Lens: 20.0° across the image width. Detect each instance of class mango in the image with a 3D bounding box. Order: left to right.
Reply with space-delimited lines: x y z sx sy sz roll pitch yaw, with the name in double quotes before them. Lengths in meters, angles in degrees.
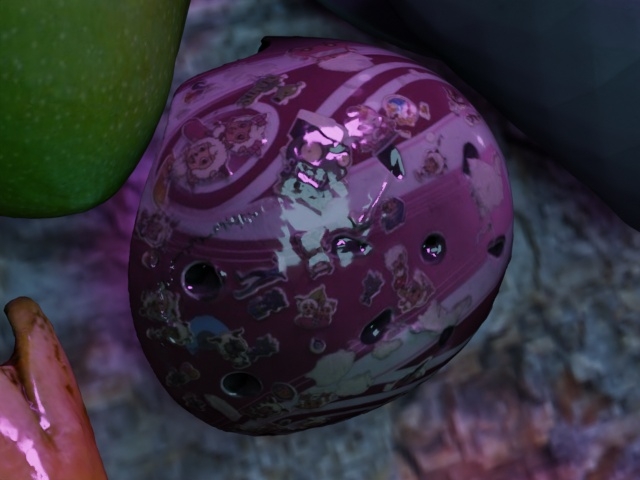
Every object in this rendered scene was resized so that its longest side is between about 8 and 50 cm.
"mango" -0.122 -0.199 0.689 0.225 0.201 0.382 -5 92 -40

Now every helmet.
"helmet" 0.016 -0.004 0.721 0.177 0.107 0.153 -48 127 -49

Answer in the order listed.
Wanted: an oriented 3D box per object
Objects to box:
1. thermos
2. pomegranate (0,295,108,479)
"thermos" 0.090 -0.123 0.770 0.286 0.182 0.145 36 53 -29
"pomegranate" -0.073 0.160 0.654 0.236 0.236 0.302 -23 79 -23
